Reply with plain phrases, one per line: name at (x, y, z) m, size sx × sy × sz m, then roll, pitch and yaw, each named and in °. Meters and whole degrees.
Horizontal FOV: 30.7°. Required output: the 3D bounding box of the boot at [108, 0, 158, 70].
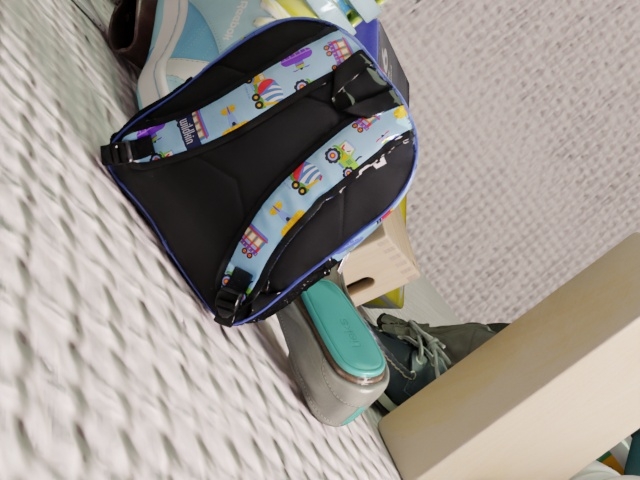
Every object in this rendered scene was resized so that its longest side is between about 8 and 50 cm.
boot at (-0.111, -0.232, 1.167) m, size 0.207 × 0.090 × 0.248 m, roll 42°, pitch 47°, yaw -47°

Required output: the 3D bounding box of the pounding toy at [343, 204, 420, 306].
pounding toy at (0.000, 0.000, 0.990) m, size 0.100 × 0.141 × 0.130 m, roll 47°, pitch 23°, yaw -48°

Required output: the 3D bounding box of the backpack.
backpack at (-0.026, -0.049, 0.744) m, size 0.158 × 0.173 × 0.117 m, roll 53°, pitch 5°, yaw 8°

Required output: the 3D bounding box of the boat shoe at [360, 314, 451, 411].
boat shoe at (0.087, 0.126, 1.075) m, size 0.254 × 0.079 × 0.095 m, roll 49°, pitch 7°, yaw -37°

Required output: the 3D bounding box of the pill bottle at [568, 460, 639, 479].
pill bottle at (0.269, 0.284, 0.918) m, size 0.160 × 0.160 × 0.283 m, roll 50°, pitch -12°, yaw -31°

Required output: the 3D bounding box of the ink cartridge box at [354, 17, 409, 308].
ink cartridge box at (0.049, -0.090, 1.349) m, size 0.307 × 0.072 × 0.304 m, roll 42°, pitch 51°, yaw -74°

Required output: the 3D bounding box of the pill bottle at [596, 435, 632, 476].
pill bottle at (0.293, 0.254, 1.314) m, size 0.117 × 0.208 × 0.117 m, roll 53°, pitch 5°, yaw -7°

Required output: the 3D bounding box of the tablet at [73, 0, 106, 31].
tablet at (-0.228, -0.233, 1.090) m, size 0.054 × 0.006 × 0.083 m, roll 47°, pitch 8°, yaw -49°

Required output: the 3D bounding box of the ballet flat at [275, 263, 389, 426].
ballet flat at (-0.015, 0.038, 0.832) m, size 0.072 × 0.068 × 0.213 m, roll 3°, pitch 47°, yaw -31°

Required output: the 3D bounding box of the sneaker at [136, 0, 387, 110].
sneaker at (-0.034, -0.160, 0.956) m, size 0.127 × 0.208 × 0.319 m, roll 46°, pitch 25°, yaw -40°

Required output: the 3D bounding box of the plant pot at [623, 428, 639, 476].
plant pot at (0.397, 0.344, 1.122) m, size 0.271 × 0.255 × 0.272 m, roll 20°, pitch -12°, yaw 4°

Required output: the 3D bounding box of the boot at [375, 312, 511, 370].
boot at (0.138, 0.130, 1.232) m, size 0.246 × 0.161 × 0.083 m, roll -124°, pitch -140°, yaw -83°

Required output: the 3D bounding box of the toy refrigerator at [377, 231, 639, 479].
toy refrigerator at (0.188, 0.121, 0.956) m, size 0.102 × 0.269 × 0.094 m, roll 49°, pitch 7°, yaw -32°
